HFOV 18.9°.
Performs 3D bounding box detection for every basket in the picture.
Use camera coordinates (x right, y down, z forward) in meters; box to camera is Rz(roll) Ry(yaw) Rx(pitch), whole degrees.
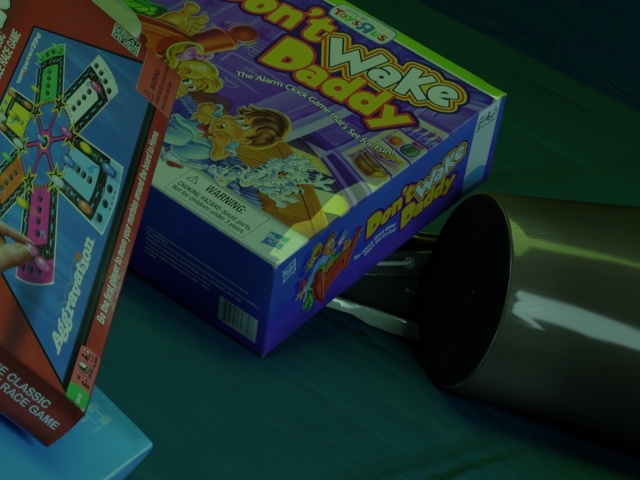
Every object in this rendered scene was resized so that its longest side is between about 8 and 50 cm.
[{"bbox_3d":[0.192,0.052,1.249,0.227,0.154,0.204,13,47,-20],"label":"basket"}]

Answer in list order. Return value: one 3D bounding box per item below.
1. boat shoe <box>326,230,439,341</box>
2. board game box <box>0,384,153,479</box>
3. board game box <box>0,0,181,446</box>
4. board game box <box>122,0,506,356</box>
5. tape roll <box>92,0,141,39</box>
[{"bbox_3d":[0.000,0.000,1.284,0.233,0.079,0.084,18,17,-17],"label":"boat shoe"},{"bbox_3d":[-0.221,0.008,0.692,0.316,0.064,0.242,45,11,3],"label":"board game box"},{"bbox_3d":[-0.135,-0.046,0.793,0.145,0.027,0.281,39,25,-18],"label":"board game box"},{"bbox_3d":[-0.090,-0.097,1.247,0.347,0.078,0.233,32,47,23],"label":"board game box"},{"bbox_3d":[-0.237,-0.082,1.015,0.246,0.169,0.246,22,14,-6],"label":"tape roll"}]
